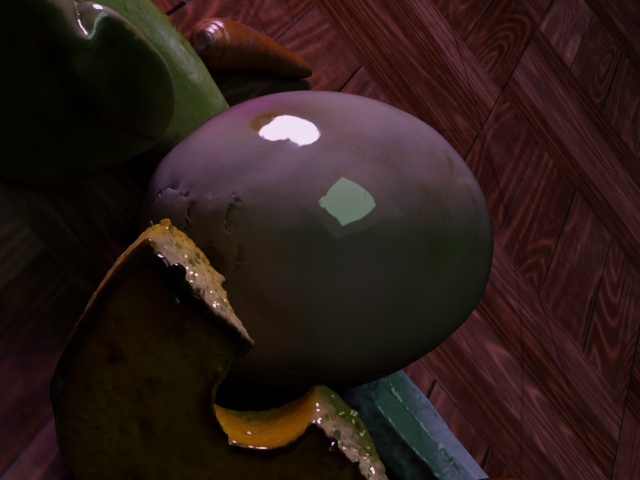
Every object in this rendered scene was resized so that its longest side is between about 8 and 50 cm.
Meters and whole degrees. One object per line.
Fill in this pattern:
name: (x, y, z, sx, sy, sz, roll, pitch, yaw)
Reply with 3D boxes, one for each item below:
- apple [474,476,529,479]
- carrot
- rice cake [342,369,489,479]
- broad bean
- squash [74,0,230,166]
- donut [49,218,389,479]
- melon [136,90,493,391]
apple: (0.138, 0.268, 1.035, 0.196, 0.196, 0.196, 39, 32, -30)
carrot: (-0.058, -0.176, 1.366, 0.216, 0.048, 0.048, 3, 58, -63)
rice cake: (0.099, 0.195, 1.212, 0.226, 0.040, 0.085, 50, 28, -11)
broad bean: (-0.188, -0.109, 0.965, 0.207, 0.153, 0.072, 57, 9, -40)
squash: (-0.167, -0.144, 1.071, 0.370, 0.118, 0.118, 36, 33, -37)
donut: (-0.080, 0.115, 0.909, 0.259, 0.152, 0.101, 50, 13, -26)
melon: (0.000, 0.000, 1.070, 0.317, 0.223, 0.223, -5, 65, -55)
